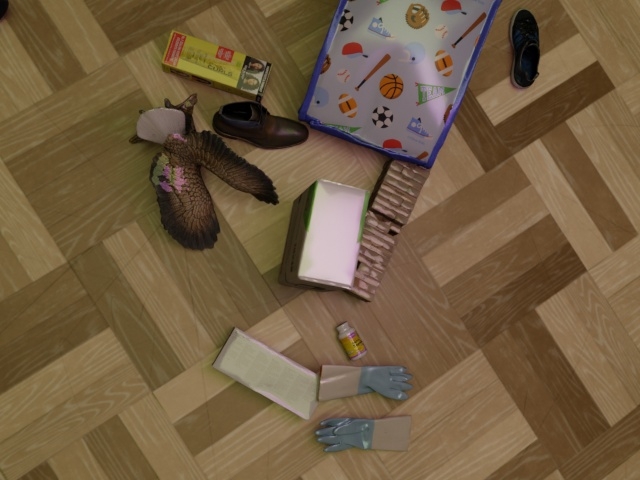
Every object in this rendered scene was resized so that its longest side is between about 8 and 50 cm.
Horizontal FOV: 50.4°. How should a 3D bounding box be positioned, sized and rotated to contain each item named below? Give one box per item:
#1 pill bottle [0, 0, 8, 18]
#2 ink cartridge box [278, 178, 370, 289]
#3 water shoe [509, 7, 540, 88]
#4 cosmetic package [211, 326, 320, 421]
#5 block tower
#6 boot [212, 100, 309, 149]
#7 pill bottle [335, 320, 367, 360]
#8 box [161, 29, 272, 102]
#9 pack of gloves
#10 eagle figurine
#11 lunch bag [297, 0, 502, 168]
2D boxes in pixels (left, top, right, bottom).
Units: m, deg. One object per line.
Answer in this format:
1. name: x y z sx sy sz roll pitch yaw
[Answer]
1. pill bottle: -0.769 -0.555 1.425 0.123 0.123 0.219 -45 93 -11
2. ink cartridge box: 0.000 0.000 1.412 0.115 0.273 0.198 12 83 -10
3. water shoe: 0.504 -0.470 1.637 0.073 0.080 0.203 2 84 -9
4. cosmetic package: -0.107 0.287 1.471 0.239 0.060 0.098 31 82 -5
5. block tower: 0.134 -0.032 1.528 0.097 0.091 0.335 28 80 -6
6. boot: -0.129 -0.254 1.501 0.219 0.106 0.082 5 83 -8
7. pill bottle: 0.067 0.223 1.514 0.043 0.043 0.083 -30 89 -11
8. box: -0.231 -0.389 1.524 0.232 0.058 0.087 18 82 -6
9. pack of gloves: 0.093 0.365 1.497 0.232 0.046 0.194 5 95 -21
10. eagle figurine: -0.252 -0.154 1.435 0.225 0.226 0.298 -25 83 -31
11. lunch bag: 0.159 -0.383 1.480 0.328 0.239 0.385 20 90 -1
